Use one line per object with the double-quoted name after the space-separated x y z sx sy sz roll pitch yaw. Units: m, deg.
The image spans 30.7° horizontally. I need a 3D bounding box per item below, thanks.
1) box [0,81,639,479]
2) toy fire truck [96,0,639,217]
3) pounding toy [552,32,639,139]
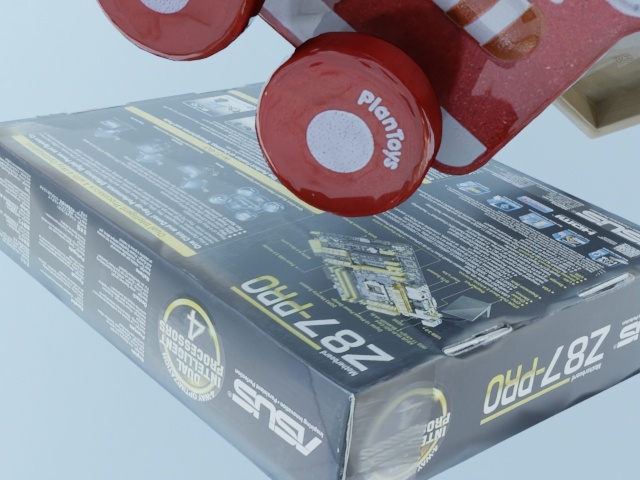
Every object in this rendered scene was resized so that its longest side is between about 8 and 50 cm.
0.000 0.000 0.798 0.395 0.318 0.097 30 -58 39 "box"
0.034 -0.181 0.627 0.302 0.169 0.254 42 -54 -5 "toy fire truck"
0.242 -0.182 0.847 0.206 0.181 0.094 -18 -127 38 "pounding toy"
